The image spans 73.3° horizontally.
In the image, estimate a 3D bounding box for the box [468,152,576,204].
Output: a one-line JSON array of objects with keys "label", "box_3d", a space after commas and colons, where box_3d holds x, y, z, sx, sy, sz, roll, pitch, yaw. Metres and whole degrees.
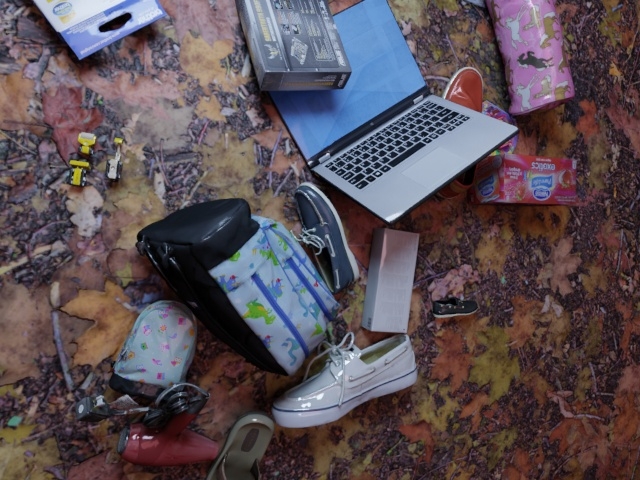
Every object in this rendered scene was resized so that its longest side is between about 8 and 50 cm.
[{"label": "box", "box_3d": [0.529, -0.153, 1.128, 0.256, 0.128, 0.123, -1, 93, -23]}]

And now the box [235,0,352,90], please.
[{"label": "box", "box_3d": [-0.056, -0.412, 0.865, 0.182, 0.056, 0.231, -10, 73, -22]}]

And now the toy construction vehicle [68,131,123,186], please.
[{"label": "toy construction vehicle", "box_3d": [-0.409, -0.144, 0.791, 0.085, 0.035, 0.098, 5, 88, -12]}]

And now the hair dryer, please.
[{"label": "hair dryer", "box_3d": [-0.275, 0.355, 0.786, 0.223, 0.080, 0.294, -10, 139, 11]}]

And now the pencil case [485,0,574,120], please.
[{"label": "pencil case", "box_3d": [0.513, -0.512, 1.083, 0.160, 0.167, 0.387, -27, 103, -43]}]

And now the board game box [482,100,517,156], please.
[{"label": "board game box", "box_3d": [0.477, -0.293, 1.151, 0.168, 0.033, 0.133, 21, 84, -22]}]

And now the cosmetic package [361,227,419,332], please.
[{"label": "cosmetic package", "box_3d": [0.165, 0.094, 1.024, 0.098, 0.060, 0.239, 8, 89, -20]}]

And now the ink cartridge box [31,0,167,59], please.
[{"label": "ink cartridge box", "box_3d": [-0.437, -0.487, 0.745, 0.185, 0.065, 0.311, -38, 104, -17]}]

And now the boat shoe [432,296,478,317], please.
[{"label": "boat shoe", "box_3d": [0.351, 0.169, 1.112, 0.132, 0.049, 0.042, -4, 102, -18]}]

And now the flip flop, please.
[{"label": "flip flop", "box_3d": [-0.161, 0.475, 0.873, 0.112, 0.080, 0.277, 16, 106, -24]}]

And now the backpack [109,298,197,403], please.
[{"label": "backpack", "box_3d": [-0.296, 0.202, 0.808, 0.151, 0.115, 0.182, 21, 82, -20]}]

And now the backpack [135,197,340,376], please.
[{"label": "backpack", "box_3d": [-0.126, 0.092, 0.796, 0.273, 0.290, 0.356, -35, 112, -33]}]

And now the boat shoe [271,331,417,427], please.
[{"label": "boat shoe", "box_3d": [0.058, 0.278, 0.949, 0.366, 0.135, 0.157, -10, 97, -24]}]

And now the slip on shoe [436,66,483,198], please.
[{"label": "slip on shoe", "box_3d": [0.355, -0.268, 1.065, 0.122, 0.101, 0.332, 13, 86, -20]}]

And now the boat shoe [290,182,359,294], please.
[{"label": "boat shoe", "box_3d": [0.000, 0.000, 0.937, 0.079, 0.095, 0.255, -36, 114, -29]}]

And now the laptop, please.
[{"label": "laptop", "box_3d": [0.137, -0.303, 0.908, 0.381, 0.408, 0.236, -35, 139, -17]}]
